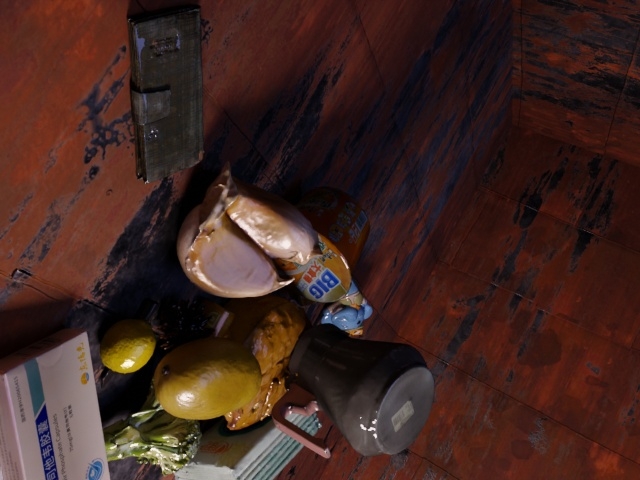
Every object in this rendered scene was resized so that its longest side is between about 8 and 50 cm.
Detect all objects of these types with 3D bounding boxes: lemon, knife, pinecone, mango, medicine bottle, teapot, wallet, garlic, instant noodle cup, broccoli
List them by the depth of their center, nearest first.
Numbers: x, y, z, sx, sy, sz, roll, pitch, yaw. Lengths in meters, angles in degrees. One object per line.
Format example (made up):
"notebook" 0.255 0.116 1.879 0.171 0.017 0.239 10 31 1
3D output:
"wallet" -0.285 -0.272 1.179 0.169 0.044 0.317 -35 142 -45
"lemon" -0.410 0.223 1.330 0.133 0.109 0.109 -55 155 -5
"knife" -0.433 0.237 1.408 0.230 0.028 0.060 -59 168 -7
"broccoli" -0.439 0.439 1.419 0.252 0.221 0.361 -37 158 15
"mango" -0.242 0.313 1.427 0.195 0.142 0.332 -58 150 11
"garlic" -0.171 -0.013 1.432 0.313 0.249 0.286 36 52 -40
"pinecone" -0.324 0.202 1.470 0.140 0.140 0.120 -25 94 -55
"medicine bottle" -0.304 0.250 1.586 0.192 0.096 0.096 -60 156 -10
"teapot" 0.070 0.405 1.667 0.376 0.362 0.305 -39 127 -30
"instant noodle cup" 0.000 0.000 1.761 0.214 0.296 0.296 -54 155 -40

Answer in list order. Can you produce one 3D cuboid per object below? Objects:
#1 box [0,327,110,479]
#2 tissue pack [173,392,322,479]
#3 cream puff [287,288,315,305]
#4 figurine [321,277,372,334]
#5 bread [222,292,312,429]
"box" -0.502 0.360 1.163 0.200 0.065 0.343 -32 121 -64
"tissue pack" -0.215 0.619 1.891 0.388 0.287 0.162 -34 106 -49
"cream puff" -0.043 0.131 1.977 0.150 0.115 0.165 -46 160 -21
"figurine" 0.089 0.255 2.365 0.180 0.154 0.262 -42 132 -24
"bread" -0.189 0.336 1.765 0.398 0.215 0.398 -45 151 -34
